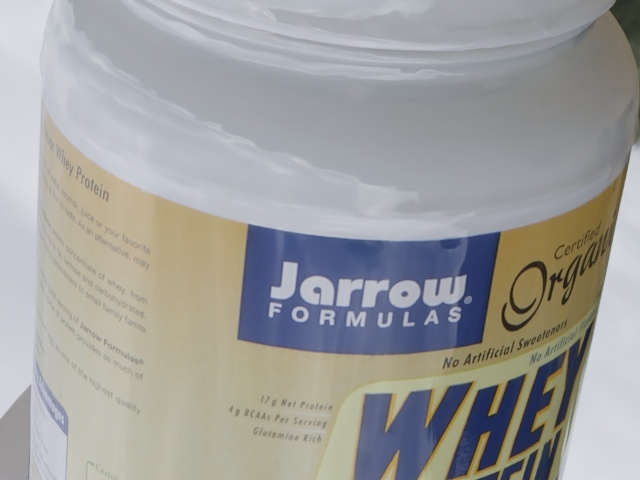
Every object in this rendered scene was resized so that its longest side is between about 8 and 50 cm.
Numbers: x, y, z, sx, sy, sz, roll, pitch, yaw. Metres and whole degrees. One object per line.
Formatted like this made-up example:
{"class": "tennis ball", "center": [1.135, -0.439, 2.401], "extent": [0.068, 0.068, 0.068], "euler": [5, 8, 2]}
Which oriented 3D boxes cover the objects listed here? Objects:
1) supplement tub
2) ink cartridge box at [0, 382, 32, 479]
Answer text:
{"class": "supplement tub", "center": [0.000, 0.000, 0.734], "extent": [0.228, 0.316, 0.228], "euler": [5, -151, -3]}
{"class": "ink cartridge box", "center": [-0.036, 0.199, 1.168], "extent": [0.353, 0.207, 0.119], "euler": [40, 167, 9]}
